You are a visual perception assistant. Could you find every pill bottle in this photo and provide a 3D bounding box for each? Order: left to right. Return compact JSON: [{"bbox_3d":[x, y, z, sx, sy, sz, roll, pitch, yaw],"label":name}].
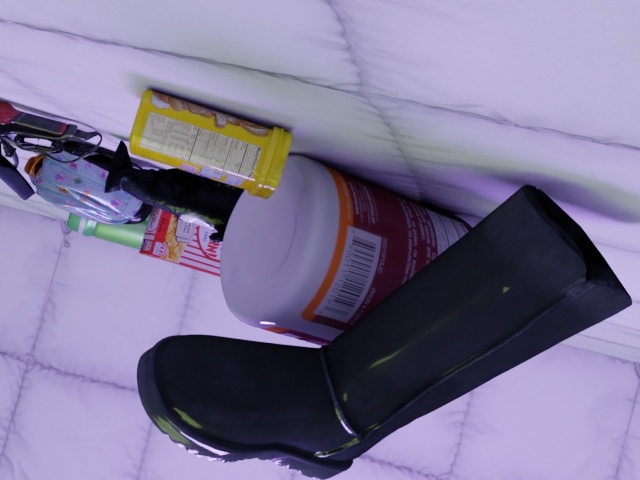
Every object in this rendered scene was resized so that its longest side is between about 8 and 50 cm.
[{"bbox_3d":[0.084,0.048,1.401,0.392,0.224,0.224,20,172,-34],"label":"pill bottle"}]

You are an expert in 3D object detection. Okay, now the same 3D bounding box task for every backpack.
[{"bbox_3d":[-0.375,-0.092,1.742,0.182,0.115,0.152,24,172,-40],"label":"backpack"}]

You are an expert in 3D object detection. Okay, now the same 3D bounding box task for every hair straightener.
[{"bbox_3d":[-0.433,-0.159,1.525,0.230,0.047,0.089,9,144,-15],"label":"hair straightener"}]

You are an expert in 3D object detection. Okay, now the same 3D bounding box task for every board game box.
[{"bbox_3d":[-0.202,-0.021,1.813,0.193,0.147,0.045,18,173,-35],"label":"board game box"}]

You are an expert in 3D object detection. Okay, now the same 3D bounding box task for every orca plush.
[{"bbox_3d":[-0.165,-0.091,1.554,0.287,0.102,0.151,25,-141,1],"label":"orca plush"}]

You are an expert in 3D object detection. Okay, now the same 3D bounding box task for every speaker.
[{"bbox_3d":[-0.342,-0.039,2.088,0.296,0.131,0.131,16,174,-12],"label":"speaker"}]

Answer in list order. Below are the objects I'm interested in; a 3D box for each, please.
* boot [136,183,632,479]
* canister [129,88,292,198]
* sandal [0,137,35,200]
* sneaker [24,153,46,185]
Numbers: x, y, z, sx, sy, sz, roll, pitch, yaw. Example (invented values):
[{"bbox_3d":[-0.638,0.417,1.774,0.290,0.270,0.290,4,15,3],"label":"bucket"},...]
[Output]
[{"bbox_3d":[0.073,0.095,1.160,0.445,0.146,0.367,-33,146,25],"label":"boot"},{"bbox_3d":[-0.127,-0.109,1.196,0.170,0.073,0.126,17,173,-9],"label":"canister"},{"bbox_3d":[-0.565,-0.153,1.859,0.097,0.054,0.254,50,174,17],"label":"sandal"},{"bbox_3d":[-0.488,-0.121,1.917,0.083,0.084,0.215,27,169,-21],"label":"sneaker"}]
